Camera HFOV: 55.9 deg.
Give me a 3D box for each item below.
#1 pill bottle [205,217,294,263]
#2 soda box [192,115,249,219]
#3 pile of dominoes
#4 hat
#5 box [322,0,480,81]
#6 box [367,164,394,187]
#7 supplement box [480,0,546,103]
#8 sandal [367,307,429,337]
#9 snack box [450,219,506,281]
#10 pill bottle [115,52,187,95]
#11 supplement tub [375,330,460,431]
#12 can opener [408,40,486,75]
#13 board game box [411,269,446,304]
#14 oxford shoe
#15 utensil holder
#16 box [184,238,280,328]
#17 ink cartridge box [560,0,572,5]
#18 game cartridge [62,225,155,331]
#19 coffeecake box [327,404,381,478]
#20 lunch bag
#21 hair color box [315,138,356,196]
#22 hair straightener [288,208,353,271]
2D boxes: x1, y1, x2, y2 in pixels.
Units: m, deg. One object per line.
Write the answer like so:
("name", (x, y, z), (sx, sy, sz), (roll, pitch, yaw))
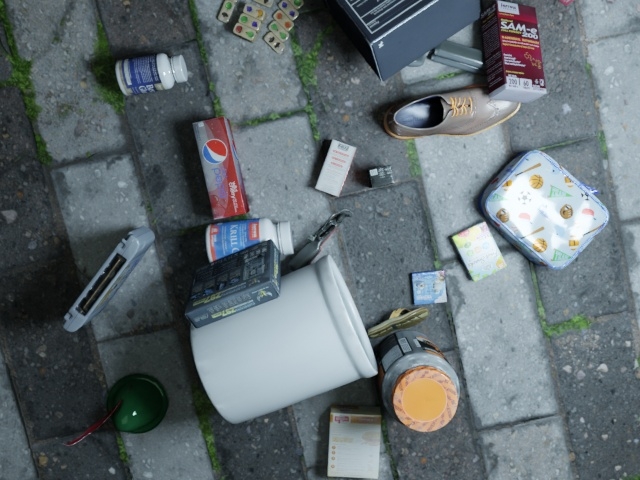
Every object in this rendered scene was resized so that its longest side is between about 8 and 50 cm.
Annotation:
("pill bottle", (-0.187, 0.003, 1.618), (0.222, 0.124, 0.124), (-8, 95, 1))
("soda box", (-0.264, -0.193, 1.620), (0.092, 0.083, 0.263), (-11, 96, 2))
("pile of dominoes", (-0.144, -0.648, 1.597), (0.196, 0.040, 0.251), (25, 96, -2))
("hat", (-0.531, 0.484, 1.637), (0.173, 0.183, 0.208), (37, 95, -3))
("box", (0.184, -0.606, 1.480), (0.296, 0.183, 0.294), (-33, 67, 4))
("box", (0.160, -0.171, 1.617), (0.062, 0.083, 0.052), (-12, 94, 2))
("supplement box", (0.491, -0.480, 1.542), (0.130, 0.073, 0.239), (0, 79, -22))
("sandal", (0.211, 0.217, 1.669), (0.180, 0.072, 0.049), (-21, 57, 3))
("snack box", (0.433, 0.029, 1.656), (0.100, 0.037, 0.141), (-26, 95, 4))
("pill bottle", (-0.443, -0.441, 1.593), (0.170, 0.094, 0.094), (-9, 95, 2))
("supplement tub", (0.244, 0.357, 1.551), (0.194, 0.316, 0.193), (0, 96, 0))
("can opener", (0.313, -0.483, 1.590), (0.281, 0.074, 0.093), (11, 86, -3))
("board game box", (0.301, 0.130, 1.676), (0.090, 0.020, 0.089), (-6, 97, 1))
("oxford shoe", (0.352, -0.332, 1.575), (0.364, 0.133, 0.129), (-13, 95, 2))
("utensil holder", (-0.092, 0.255, 1.547), (0.386, 0.327, 0.327), (-22, 95, 6))
("box", (-0.214, 0.105, 1.500), (0.233, 0.183, 0.059), (-22, 122, 10))
("ink cartridge box", (0.589, -0.724, 1.515), (0.237, 0.172, 0.100), (38, 95, -3))
("game cartridge", (-0.551, 0.096, 1.593), (0.062, 0.198, 0.297), (38, 95, -2))
("coffeecake box", (0.094, 0.563, 1.696), (0.143, 0.068, 0.185), (3, 96, 1))
("lunch bag", (0.598, -0.083, 1.609), (0.303, 0.115, 0.243), (41, 92, -2))
("hair color box", (0.041, -0.196, 1.636), (0.072, 0.043, 0.141), (21, 96, -1))
("hair straightener", (0.000, 0.000, 1.632), (0.230, 0.089, 0.047), (-43, 78, 5))
